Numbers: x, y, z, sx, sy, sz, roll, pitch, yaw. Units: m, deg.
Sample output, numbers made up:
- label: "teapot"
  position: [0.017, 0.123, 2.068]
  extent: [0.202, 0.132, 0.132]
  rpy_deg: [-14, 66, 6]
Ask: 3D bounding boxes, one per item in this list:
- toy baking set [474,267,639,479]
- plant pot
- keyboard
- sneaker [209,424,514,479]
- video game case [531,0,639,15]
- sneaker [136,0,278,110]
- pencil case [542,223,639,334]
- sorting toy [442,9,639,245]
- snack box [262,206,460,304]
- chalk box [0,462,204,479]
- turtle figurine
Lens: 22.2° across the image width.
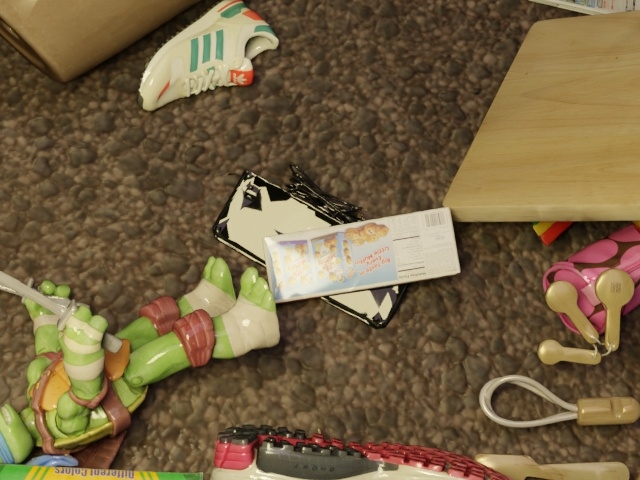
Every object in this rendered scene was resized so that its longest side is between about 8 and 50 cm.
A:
- label: "toy baking set"
  position: [0.259, 0.144, 1.500]
  extent: [0.197, 0.030, 0.256]
  rpy_deg: [32, 90, -2]
- label: "plant pot"
  position: [-0.215, -0.276, 1.542]
  extent: [0.263, 0.263, 0.229]
  rpy_deg: [40, 82, 9]
- label: "keyboard"
  position: [0.000, 0.000, 1.558]
  extent: [0.192, 0.038, 0.100]
  rpy_deg: [30, 86, 3]
- label: "sneaker"
  position: [0.049, 0.233, 1.415]
  extent: [0.299, 0.121, 0.112]
  rpy_deg: [8, 93, -8]
- label: "video game case"
  position: [0.286, -0.282, 1.751]
  extent: [0.122, 0.011, 0.087]
  rpy_deg: [12, 64, -5]
- label: "sneaker"
  position: [-0.108, -0.172, 1.597]
  extent: [0.075, 0.057, 0.161]
  rpy_deg: [38, 61, 14]
- label: "pencil case"
  position: [0.320, 0.013, 1.564]
  extent: [0.209, 0.098, 0.095]
  rpy_deg: [-30, 100, -18]
- label: "sorting toy"
  position: [0.285, -0.100, 1.553]
  extent: [0.257, 0.089, 0.255]
  rpy_deg: [0, 50, 40]
- label: "snack box"
  position: [0.038, 0.015, 1.525]
  extent: [0.178, 0.022, 0.064]
  rpy_deg: [-9, 84, -1]
- label: "chalk box"
  position: [-0.187, 0.338, 1.272]
  extent: [0.179, 0.180, 0.289]
  rpy_deg: [4, 65, -9]
- label: "turtle figurine"
  position: [-0.190, 0.060, 1.395]
  extent: [0.266, 0.198, 0.274]
  rpy_deg: [-21, 73, -24]
